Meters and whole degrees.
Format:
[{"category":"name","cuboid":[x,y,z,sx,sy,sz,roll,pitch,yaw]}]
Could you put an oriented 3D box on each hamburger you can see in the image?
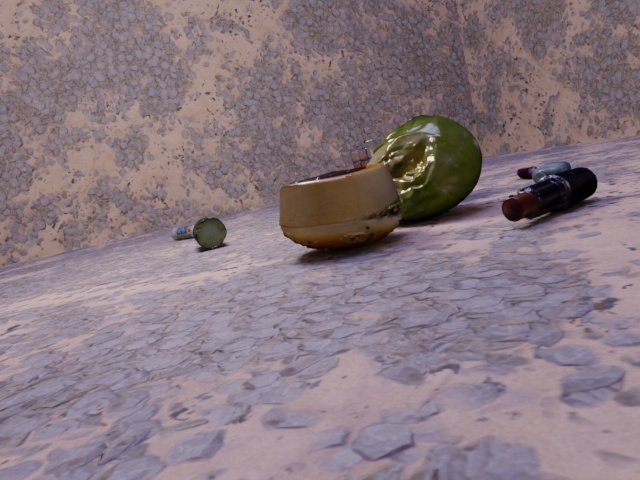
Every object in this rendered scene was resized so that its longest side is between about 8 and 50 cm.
[{"category":"hamburger","cuboid":[0.048,-0.071,1.221,0.299,0.176,0.300,-11,9,2]}]

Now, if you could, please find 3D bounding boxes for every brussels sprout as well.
[{"category":"brussels sprout","cuboid":[0.263,-0.193,1.436,0.343,0.268,0.344,-18,11,4]}]

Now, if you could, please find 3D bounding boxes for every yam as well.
[{"category":"yam","cuboid":[-0.385,-0.029,1.838,0.107,0.108,0.194,-14,7,-15]}]

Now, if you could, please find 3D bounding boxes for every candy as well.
[{"category":"candy","cuboid":[0.728,-0.237,1.872,0.045,0.044,0.175,-3,6,-8]}]

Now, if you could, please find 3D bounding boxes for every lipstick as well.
[{"category":"lipstick","cuboid":[0.474,-0.095,1.103,0.299,0.081,0.081,-16,9,-38]}]

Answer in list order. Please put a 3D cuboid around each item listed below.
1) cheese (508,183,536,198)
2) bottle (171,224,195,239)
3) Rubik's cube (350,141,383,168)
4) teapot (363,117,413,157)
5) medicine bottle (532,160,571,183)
[{"category":"cheese","cuboid":[0.539,-0.120,1.336,0.145,0.038,0.095,-14,8,-19]},{"category":"bottle","cuboid":[-0.561,-0.039,2.352,0.217,0.060,0.060,-6,10,30]},{"category":"Rubik's cube","cuboid":[0.299,-0.287,2.156,0.236,0.238,0.237,-19,12,-38]},{"category":"teapot","cuboid":[0.302,-0.255,1.719,0.423,0.280,0.252,-2,-2,-38]},{"category":"medicine bottle","cuboid":[0.710,-0.209,1.660,0.090,0.054,0.208,-4,13,38]}]
